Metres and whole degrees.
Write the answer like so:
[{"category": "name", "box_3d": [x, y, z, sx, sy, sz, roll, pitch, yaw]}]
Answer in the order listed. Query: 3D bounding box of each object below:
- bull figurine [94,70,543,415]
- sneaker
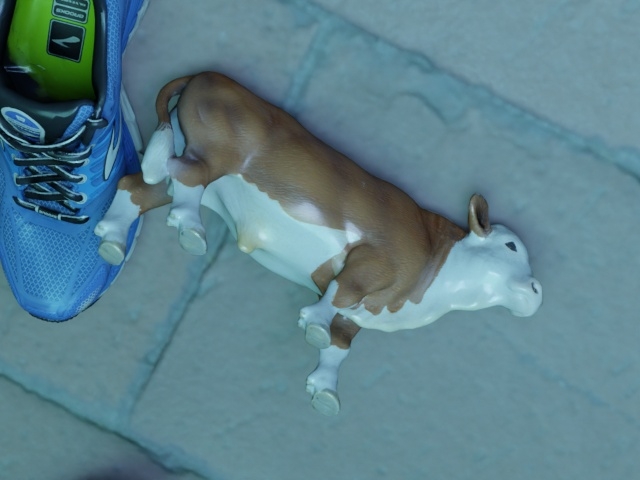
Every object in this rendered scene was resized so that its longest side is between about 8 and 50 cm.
[{"category": "bull figurine", "box_3d": [0.000, 0.000, 1.036, 0.310, 0.188, 0.101, 32, 137, 5]}, {"category": "sneaker", "box_3d": [-0.196, -0.086, 1.047, 0.130, 0.147, 0.330, 9, 115, 8]}]
